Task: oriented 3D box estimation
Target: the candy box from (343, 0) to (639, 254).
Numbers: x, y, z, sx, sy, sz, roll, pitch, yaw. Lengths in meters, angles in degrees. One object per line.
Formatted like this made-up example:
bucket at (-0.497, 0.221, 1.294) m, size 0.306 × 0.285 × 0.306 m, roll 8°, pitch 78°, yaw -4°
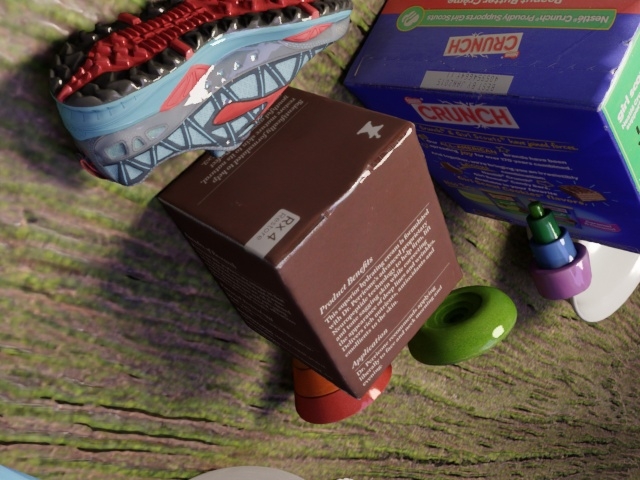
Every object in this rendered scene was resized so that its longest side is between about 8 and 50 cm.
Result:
candy box at (0.224, -0.116, 0.735) m, size 0.317 × 0.268 × 0.122 m, roll 34°, pitch 78°, yaw -49°

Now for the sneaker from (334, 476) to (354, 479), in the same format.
sneaker at (0.064, 0.382, 0.959) m, size 0.208 × 0.094 × 0.081 m, roll 12°, pitch 102°, yaw -47°

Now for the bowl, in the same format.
bowl at (0.413, -0.036, 1.074) m, size 0.298 × 0.134 × 0.297 m, roll -23°, pitch 126°, yaw -36°

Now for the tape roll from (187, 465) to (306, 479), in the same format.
tape roll at (-0.080, 0.328, 0.687) m, size 0.219 × 0.219 × 0.072 m, roll -25°, pitch 126°, yaw -36°

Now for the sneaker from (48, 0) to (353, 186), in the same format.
sneaker at (-0.086, -0.133, 0.560) m, size 0.262 × 0.104 × 0.125 m, roll -31°, pitch 147°, yaw -26°

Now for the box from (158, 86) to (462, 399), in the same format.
box at (0.000, 0.000, 0.641) m, size 0.168 × 0.167 × 0.203 m, roll -45°, pitch 136°, yaw -19°

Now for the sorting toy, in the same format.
sorting toy at (0.110, 0.062, 0.765) m, size 0.366 × 0.127 × 0.126 m, roll -27°, pitch 108°, yaw 5°

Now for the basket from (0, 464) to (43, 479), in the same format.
basket at (-0.307, 0.227, 0.401) m, size 0.289 × 0.201 × 0.255 m, roll -50°, pitch 124°, yaw -6°
